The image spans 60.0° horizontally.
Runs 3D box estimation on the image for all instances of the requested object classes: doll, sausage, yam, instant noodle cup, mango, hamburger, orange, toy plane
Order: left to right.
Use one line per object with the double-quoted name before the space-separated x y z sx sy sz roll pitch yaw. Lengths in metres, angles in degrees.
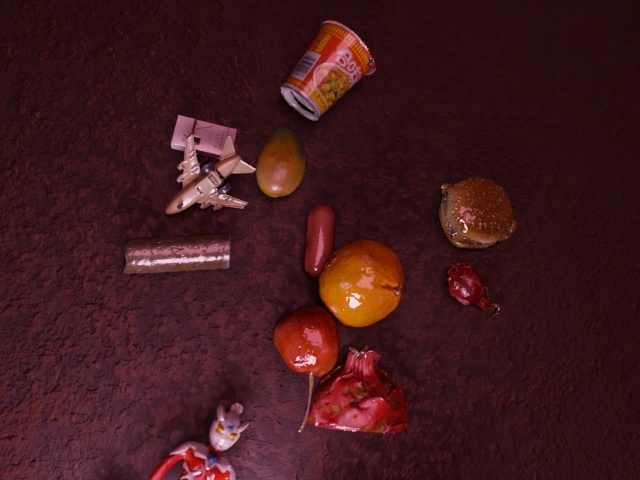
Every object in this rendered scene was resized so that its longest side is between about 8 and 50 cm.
"yam" -0.346 0.030 1.335 0.259 0.093 0.093 -3 78 -12
"doll" -0.269 0.524 1.187 0.188 0.099 0.384 34 57 -10
"toy plane" -0.287 -0.143 1.375 0.244 0.092 0.229 -41 116 -7
"mango" -0.102 -0.205 1.443 0.130 0.092 0.195 5 67 -8
"sausage" 0.000 0.000 1.420 0.077 0.077 0.194 6 76 -10
"instant noodle cup" 0.010 -0.439 1.479 0.193 0.193 0.212 39 81 -1
"orange" 0.102 0.104 1.343 0.219 0.193 0.220 -16 125 -25
"hamburger" 0.431 -0.076 1.497 0.214 0.122 0.190 8 74 -12

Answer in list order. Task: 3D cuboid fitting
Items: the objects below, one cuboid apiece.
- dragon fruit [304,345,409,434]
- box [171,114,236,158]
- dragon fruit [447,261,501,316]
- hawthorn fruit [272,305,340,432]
"dragon fruit" 0.101 0.355 1.327 0.261 0.134 0.212 2 74 -11
"box" -0.301 -0.264 1.437 0.154 0.040 0.084 12 77 -10
"dragon fruit" 0.407 0.140 1.463 0.190 0.094 0.094 46 73 -10
"hawthorn fruit" -0.028 0.296 1.295 0.165 0.165 0.286 0 70 -11
